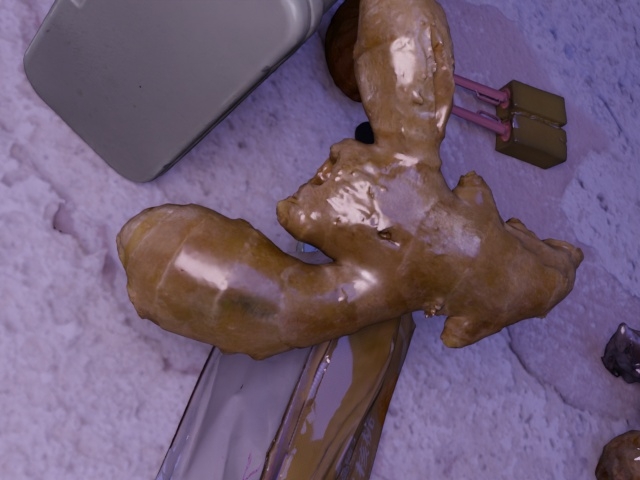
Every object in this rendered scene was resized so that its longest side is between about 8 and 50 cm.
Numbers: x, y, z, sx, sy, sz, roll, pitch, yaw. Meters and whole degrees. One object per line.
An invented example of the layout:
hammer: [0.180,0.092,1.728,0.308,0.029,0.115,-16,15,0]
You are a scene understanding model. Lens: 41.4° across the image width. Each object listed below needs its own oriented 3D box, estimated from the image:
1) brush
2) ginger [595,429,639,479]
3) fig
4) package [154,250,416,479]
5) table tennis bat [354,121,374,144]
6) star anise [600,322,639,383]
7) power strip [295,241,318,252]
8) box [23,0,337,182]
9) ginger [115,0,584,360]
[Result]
brush: [0.244,-0.179,1.182,0.233,0.047,0.103,14,67,-27]
ginger: [0.443,0.338,1.107,0.204,0.104,0.080,54,23,-10]
fig: [0.090,-0.262,1.018,0.133,0.201,0.146,4,66,-22]
package: [0.001,0.166,0.830,0.221,0.165,0.311,34,59,-19]
table tennis bat: [0.075,-0.113,1.070,0.050,0.007,0.083,-39,95,-36]
star anise: [0.479,0.219,1.158,0.257,0.110,0.198,43,29,-32]
power strip: [0.000,0.000,0.974,0.055,0.035,0.083,39,70,-16]
box: [-0.067,-0.262,0.822,0.177,0.352,0.344,47,52,-9]
ginger: [0.053,0.010,0.740,0.348,0.122,0.363,46,77,-14]
